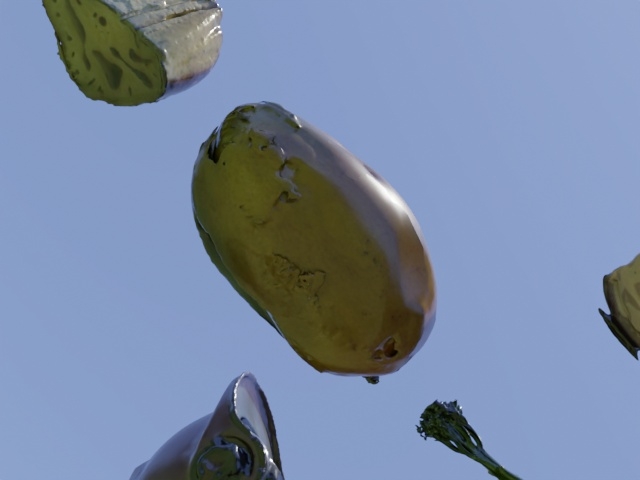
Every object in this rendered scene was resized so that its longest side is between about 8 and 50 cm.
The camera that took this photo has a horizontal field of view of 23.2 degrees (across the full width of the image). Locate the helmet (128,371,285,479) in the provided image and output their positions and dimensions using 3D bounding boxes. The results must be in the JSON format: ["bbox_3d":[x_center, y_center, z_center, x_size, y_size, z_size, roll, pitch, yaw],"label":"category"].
[{"bbox_3d":[-0.099,0.312,1.496,0.271,0.197,0.338,65,3,-61],"label":"helmet"}]

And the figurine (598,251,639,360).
[{"bbox_3d":[0.406,-0.030,1.323,0.253,0.211,0.361,42,-35,8],"label":"figurine"}]

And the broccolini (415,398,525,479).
[{"bbox_3d":[0.172,0.225,1.488,0.218,0.042,0.044,41,-46,37],"label":"broccolini"}]

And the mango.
[{"bbox_3d":[0.000,0.000,1.231,0.151,0.156,0.249,-31,-73,24],"label":"mango"}]

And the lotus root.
[{"bbox_3d":[-0.152,-0.172,1.296,0.159,0.135,0.095,51,-43,23],"label":"lotus root"}]
